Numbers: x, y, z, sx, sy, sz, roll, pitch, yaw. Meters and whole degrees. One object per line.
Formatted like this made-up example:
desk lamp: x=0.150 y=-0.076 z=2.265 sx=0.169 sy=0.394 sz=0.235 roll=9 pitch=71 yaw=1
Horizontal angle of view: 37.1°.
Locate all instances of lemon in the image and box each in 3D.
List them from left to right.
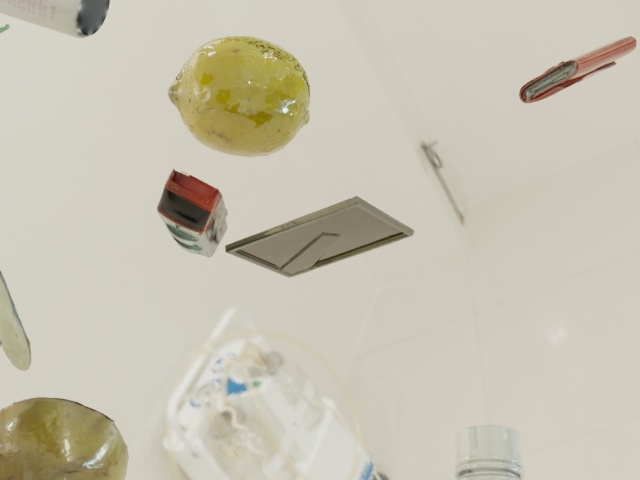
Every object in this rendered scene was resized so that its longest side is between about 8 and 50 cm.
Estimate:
lemon: x=-0.167 y=-0.305 z=2.018 sx=0.310 sy=0.258 sz=0.258 roll=7 pitch=23 yaw=-13

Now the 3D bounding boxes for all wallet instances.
wallet: x=0.473 y=-0.313 z=1.747 sx=0.204 sy=0.045 sz=0.142 roll=-26 pitch=-1 yaw=-38

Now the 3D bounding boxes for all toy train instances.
toy train: x=-0.206 y=-0.035 z=1.548 sx=0.089 sy=0.086 sz=0.409 roll=-64 pitch=1 yaw=-7

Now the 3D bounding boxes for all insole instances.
insole: x=-0.491 y=0.125 z=1.494 sx=0.063 sy=0.192 sz=0.010 roll=6 pitch=31 yaw=28

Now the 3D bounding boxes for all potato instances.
potato: x=-0.413 y=0.367 z=1.380 sx=0.299 sy=0.239 sz=0.116 roll=-58 pitch=12 yaw=24

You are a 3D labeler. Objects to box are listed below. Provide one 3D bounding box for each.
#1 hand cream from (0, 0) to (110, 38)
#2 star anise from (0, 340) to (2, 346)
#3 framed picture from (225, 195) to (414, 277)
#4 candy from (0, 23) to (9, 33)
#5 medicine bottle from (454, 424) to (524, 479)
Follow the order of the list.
hand cream: x=-0.564 y=-0.480 z=1.733 sx=0.118 sy=0.358 sz=0.186 roll=2 pitch=-70 yaw=-85
star anise: x=-0.488 y=0.145 z=1.158 sx=0.229 sy=0.093 sz=0.236 roll=-11 pitch=0 yaw=-37
framed picture: x=0.000 y=0.000 z=1.770 sx=0.289 sy=0.213 sz=0.016 roll=-20 pitch=64 yaw=28
candy: x=-0.612 y=-0.274 z=1.508 sx=0.287 sy=0.078 sz=0.084 roll=-41 pitch=5 yaw=-26
medicine bottle: x=0.286 y=0.441 z=1.608 sx=0.139 sy=0.139 sz=0.237 roll=-16 pitch=56 yaw=28
